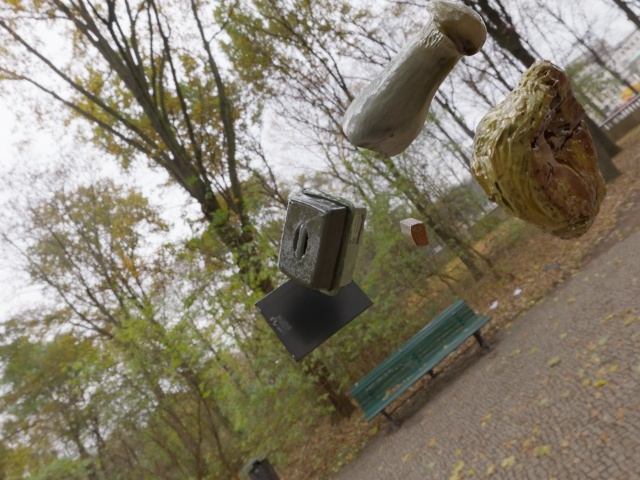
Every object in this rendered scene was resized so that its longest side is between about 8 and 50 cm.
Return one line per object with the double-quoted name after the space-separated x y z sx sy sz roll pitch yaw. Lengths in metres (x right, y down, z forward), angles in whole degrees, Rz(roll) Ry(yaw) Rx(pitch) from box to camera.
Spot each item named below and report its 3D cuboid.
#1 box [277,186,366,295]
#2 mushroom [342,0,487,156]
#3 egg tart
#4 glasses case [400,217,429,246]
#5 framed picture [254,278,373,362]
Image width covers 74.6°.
0.000 0.000 1.228 0.166 0.221 0.290 -7 -66 -46 "box"
0.166 -0.279 0.767 0.159 0.122 0.328 -13 -20 -34 "mushroom"
0.414 -0.155 0.801 0.153 0.339 0.351 -9 47 53 "egg tart"
0.316 -0.031 1.430 0.049 0.075 0.218 -15 6 4 "glasses case"
-0.022 0.222 1.468 0.339 0.255 0.014 -34 -20 -19 "framed picture"
